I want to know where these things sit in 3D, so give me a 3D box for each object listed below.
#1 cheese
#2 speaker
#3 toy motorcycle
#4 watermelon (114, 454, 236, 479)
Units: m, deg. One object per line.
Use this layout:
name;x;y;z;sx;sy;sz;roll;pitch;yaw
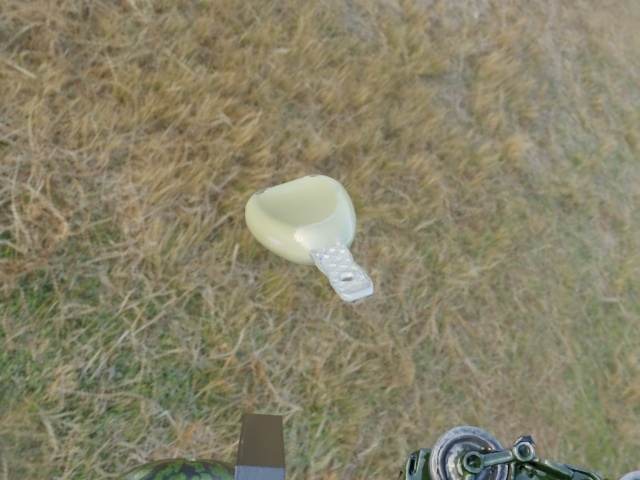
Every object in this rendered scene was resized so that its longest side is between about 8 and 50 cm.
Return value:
cheese;0.000;0.000;0.881;0.127;0.054;0.251;-18;30;-12
speaker;-0.056;0.205;0.747;0.046;0.191;0.040;5;90;-4
toy motorcycle;0.195;0.267;0.781;0.275;0.205;0.127;15;67;5
watermelon;-0.163;0.402;0.950;0.285;0.285;0.285;22;49;-28
